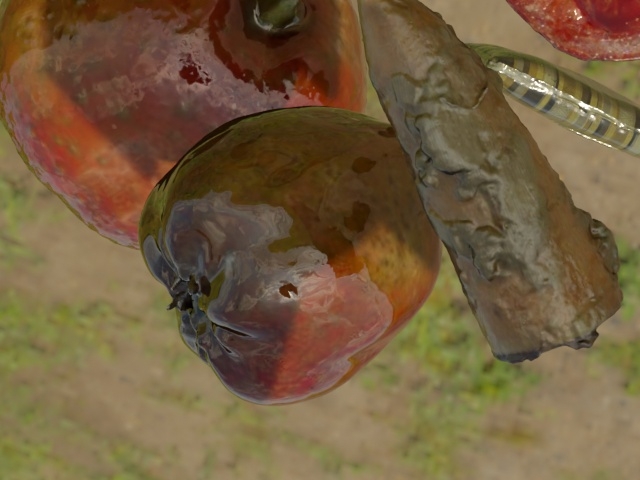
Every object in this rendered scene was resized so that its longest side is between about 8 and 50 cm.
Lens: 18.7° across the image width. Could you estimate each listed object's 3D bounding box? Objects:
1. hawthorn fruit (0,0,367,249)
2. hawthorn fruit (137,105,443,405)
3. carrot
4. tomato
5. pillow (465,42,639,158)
[{"bbox_3d":[-0.133,-0.192,2.019,0.403,0.402,0.403,13,151,7],"label":"hawthorn fruit"},{"bbox_3d":[0.000,0.000,1.414,0.208,0.248,0.208,38,140,41],"label":"hawthorn fruit"},{"bbox_3d":[0.089,-0.051,1.193,0.102,0.102,0.263,-19,104,48],"label":"carrot"},{"bbox_3d":[0.243,-0.269,1.611,0.200,0.139,0.233,-35,98,37],"label":"tomato"},{"bbox_3d":[0.235,-0.126,1.786,0.212,0.052,0.208,23,-173,-7],"label":"pillow"}]
